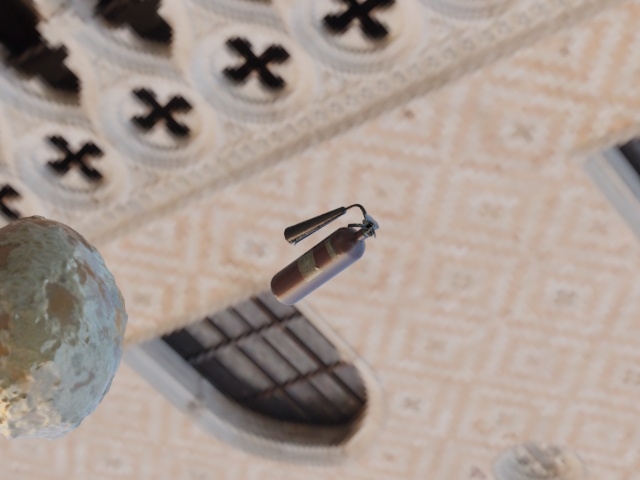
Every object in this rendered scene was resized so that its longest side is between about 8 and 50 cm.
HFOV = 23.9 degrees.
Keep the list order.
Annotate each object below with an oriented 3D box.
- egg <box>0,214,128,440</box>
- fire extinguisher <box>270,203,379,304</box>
[{"bbox_3d":[-0.294,0.089,1.547,0.195,0.195,0.233,-20,-115,34],"label":"egg"},{"bbox_3d":[0.004,0.001,1.000,0.100,0.032,0.046,-37,-141,34],"label":"fire extinguisher"}]
